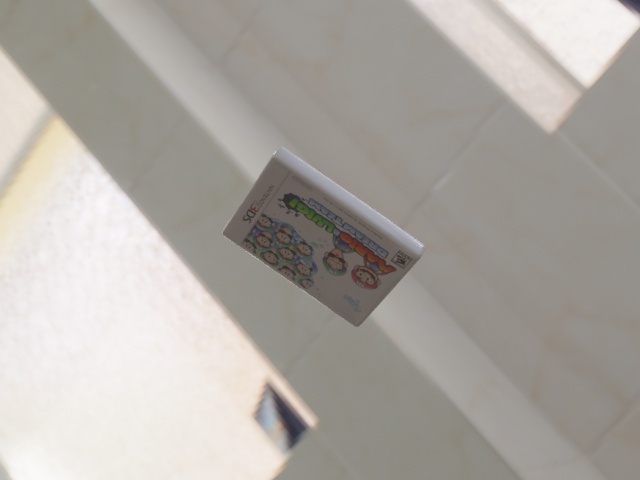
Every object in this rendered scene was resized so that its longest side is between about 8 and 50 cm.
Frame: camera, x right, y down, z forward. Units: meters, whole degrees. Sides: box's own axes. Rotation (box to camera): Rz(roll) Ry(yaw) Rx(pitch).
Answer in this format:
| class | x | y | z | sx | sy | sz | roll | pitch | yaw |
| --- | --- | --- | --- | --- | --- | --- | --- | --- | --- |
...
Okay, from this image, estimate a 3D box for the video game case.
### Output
| class | x | y | z | sx | sy | sz | roll | pitch | yaw |
| --- | --- | --- | --- | --- | --- | --- | --- | --- | --- |
| video game case | 0.000 | 0.000 | 1.412 | 0.019 | 0.157 | 0.143 | -57 | 3 | -37 |
